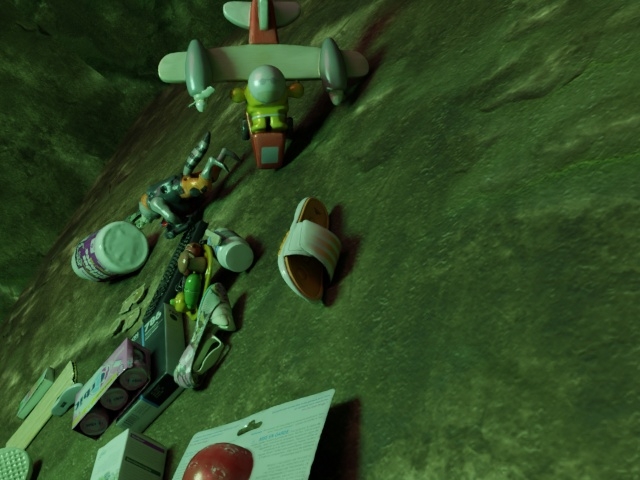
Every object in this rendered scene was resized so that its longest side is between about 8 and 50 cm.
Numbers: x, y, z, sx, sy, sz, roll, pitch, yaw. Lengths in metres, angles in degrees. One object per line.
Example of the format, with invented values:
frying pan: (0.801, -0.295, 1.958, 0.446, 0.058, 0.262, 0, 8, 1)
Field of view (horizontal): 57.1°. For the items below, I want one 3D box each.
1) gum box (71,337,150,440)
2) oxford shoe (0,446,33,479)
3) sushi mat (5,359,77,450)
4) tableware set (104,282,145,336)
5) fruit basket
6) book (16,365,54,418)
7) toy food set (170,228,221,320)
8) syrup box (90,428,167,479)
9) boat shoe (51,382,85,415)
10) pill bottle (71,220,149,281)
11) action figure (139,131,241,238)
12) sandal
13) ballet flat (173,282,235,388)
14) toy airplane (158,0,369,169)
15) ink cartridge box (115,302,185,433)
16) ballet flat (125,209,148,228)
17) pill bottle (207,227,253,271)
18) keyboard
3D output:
gum box: (-0.425, 0.300, 1.210, 0.188, 0.062, 0.107, -48, 29, 8)
oxford shoe: (-0.855, 0.712, 1.403, 0.130, 0.169, 0.449, 105, -171, -62)
sushi mat: (-0.815, 0.504, 1.713, 0.316, 0.019, 0.151, -53, 27, -4)
tableware set: (-0.552, 0.202, 1.689, 0.141, 0.020, 0.168, -32, 33, 31)
fruit basket: (-0.133, 0.380, 0.772, 0.327, 0.165, 0.353, -29, 20, 35)
book: (-0.894, 0.477, 1.852, 0.144, 0.035, 0.096, -53, 24, -1)
toy food set: (-0.296, 0.073, 1.327, 0.128, 0.071, 0.217, 36, 112, 61)
syrup box: (-0.338, 0.453, 0.996, 0.093, 0.096, 0.236, -37, 31, 21)
boat shoe: (-0.679, 0.419, 1.584, 0.142, 0.049, 0.040, -41, 29, 21)
pill bottle: (-0.705, 0.047, 1.936, 0.302, 0.169, 0.169, -18, 42, 47)
action figure: (-0.401, -0.173, 1.749, 0.330, 0.178, 0.341, -33, 25, 11)
sandal: (-0.008, -0.007, 1.058, 0.076, 0.102, 0.265, -35, 30, 32)
ballet flat: (-0.218, 0.191, 1.173, 0.079, 0.077, 0.221, 3, 62, 35)
toy airplane: (-0.129, -0.408, 1.415, 0.386, 0.384, 0.272, -45, 18, 8)
ink cartridge box: (-0.379, 0.260, 1.324, 0.165, 0.065, 0.332, -47, 27, 9)
ballet flat: (-0.634, -0.081, 2.116, 0.188, 0.070, 0.070, -28, 35, 39)
pill bottle: (-0.203, 0.022, 1.332, 0.078, 0.078, 0.137, -53, 28, -4)
keyboard: (-0.377, 0.073, 1.576, 0.202, 0.033, 0.317, -23, 40, 41)
